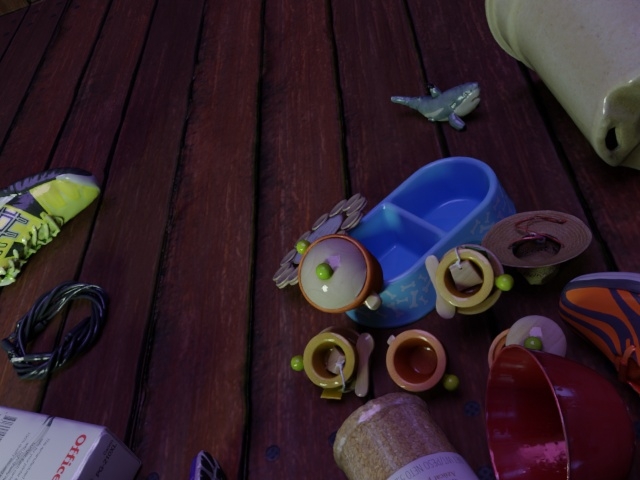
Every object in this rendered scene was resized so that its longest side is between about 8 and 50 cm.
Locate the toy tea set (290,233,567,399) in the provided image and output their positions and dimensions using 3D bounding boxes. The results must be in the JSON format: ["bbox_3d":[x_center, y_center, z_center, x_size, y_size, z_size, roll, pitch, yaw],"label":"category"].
[{"bbox_3d":[0.109,0.090,0.863,0.336,0.124,0.200,-2,82,23],"label":"toy tea set"}]

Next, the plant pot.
[{"bbox_3d":[0.431,-0.277,1.015,0.333,0.334,0.305,-18,52,9],"label":"plant pot"}]

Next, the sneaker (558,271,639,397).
[{"bbox_3d":[0.346,0.154,0.729,0.180,0.124,0.321,-43,44,-20],"label":"sneaker"}]

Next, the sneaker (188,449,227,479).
[{"bbox_3d":[-0.152,0.323,0.853,0.071,0.068,0.170,-16,42,20],"label":"sneaker"}]

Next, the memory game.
[{"bbox_3d":[0.000,0.000,1.081,0.186,0.012,0.186,-42,14,13],"label":"memory game"}]

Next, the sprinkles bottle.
[{"bbox_3d":[0.134,0.302,0.687,0.121,0.121,0.355,-31,41,-6],"label":"sprinkles bottle"}]

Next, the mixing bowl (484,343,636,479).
[{"bbox_3d":[0.242,0.190,0.732,0.098,0.181,0.181,-3,41,-10],"label":"mixing bowl"}]

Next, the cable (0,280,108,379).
[{"bbox_3d":[-0.421,0.139,1.190,0.184,0.047,0.150,-38,43,-14],"label":"cable"}]

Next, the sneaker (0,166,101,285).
[{"bbox_3d":[-0.572,0.001,1.371,0.384,0.145,0.147,-32,72,-10],"label":"sneaker"}]

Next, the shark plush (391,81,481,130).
[{"bbox_3d":[0.199,-0.243,1.253,0.161,0.067,0.073,21,59,40],"label":"shark plush"}]

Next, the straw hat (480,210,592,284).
[{"bbox_3d":[0.278,0.021,0.948,0.144,0.061,0.144,-11,27,6],"label":"straw hat"}]

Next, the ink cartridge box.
[{"bbox_3d":[-0.376,0.316,0.944,0.237,0.100,0.172,1,48,29],"label":"ink cartridge box"}]

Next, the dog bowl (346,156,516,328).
[{"bbox_3d":[0.140,-0.009,1.038,0.297,0.074,0.166,-40,43,-16],"label":"dog bowl"}]
